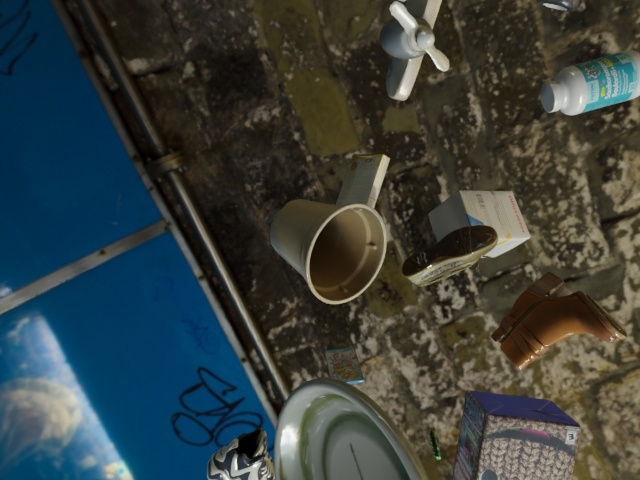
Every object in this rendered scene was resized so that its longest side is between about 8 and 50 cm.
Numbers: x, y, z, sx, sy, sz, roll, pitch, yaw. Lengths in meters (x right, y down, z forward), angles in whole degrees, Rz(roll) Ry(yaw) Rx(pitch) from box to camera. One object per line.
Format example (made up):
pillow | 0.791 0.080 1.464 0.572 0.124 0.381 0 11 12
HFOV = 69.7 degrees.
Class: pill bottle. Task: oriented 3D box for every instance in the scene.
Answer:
pill bottle | 0.818 -0.468 1.392 0.146 0.264 0.146 -16 -90 -86

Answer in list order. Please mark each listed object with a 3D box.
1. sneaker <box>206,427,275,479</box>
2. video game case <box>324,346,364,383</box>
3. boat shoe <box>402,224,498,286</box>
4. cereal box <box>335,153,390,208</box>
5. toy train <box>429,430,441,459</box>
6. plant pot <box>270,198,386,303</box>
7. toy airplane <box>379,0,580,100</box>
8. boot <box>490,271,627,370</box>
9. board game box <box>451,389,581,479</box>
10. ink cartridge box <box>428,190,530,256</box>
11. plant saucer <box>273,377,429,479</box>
sneaker | -0.139 0.536 1.116 0.235 0.153 0.094 28 -156 -17
video game case | 0.088 0.470 1.725 0.166 0.119 0.015 -107 13 -57
boat shoe | 0.371 0.047 1.299 0.089 0.285 0.105 42 -142 -31
cereal box | 0.147 -0.196 1.672 0.047 0.240 0.173 21 177 -37
toy train | 0.311 0.555 1.246 0.024 0.017 0.083 54 -163 -21
plant pot | 0.000 0.000 1.554 0.305 0.334 0.334 27 150 47
toy airplane | 0.189 -0.465 0.678 0.384 0.272 0.386 -25 75 49
boot | 0.508 0.203 1.023 0.109 0.220 0.283 36 -170 -19
board game box | 0.477 0.552 1.148 0.141 0.232 0.291 -94 11 -84
ink cartridge box | 0.504 -0.047 1.469 0.168 0.232 0.171 134 130 -56
plant saucer | 0.066 0.424 0.764 0.400 0.100 0.401 5 96 51
